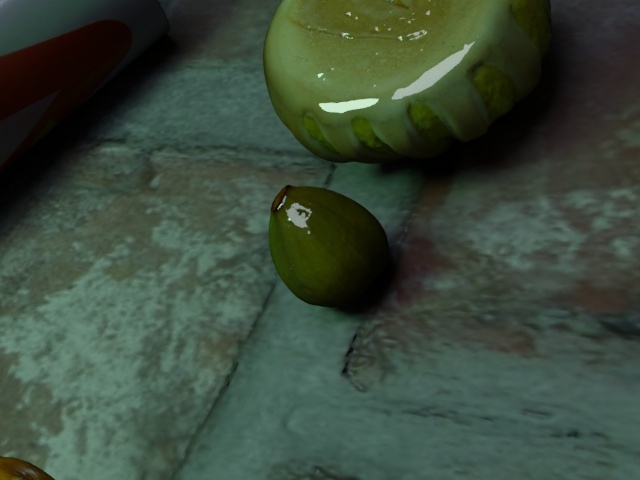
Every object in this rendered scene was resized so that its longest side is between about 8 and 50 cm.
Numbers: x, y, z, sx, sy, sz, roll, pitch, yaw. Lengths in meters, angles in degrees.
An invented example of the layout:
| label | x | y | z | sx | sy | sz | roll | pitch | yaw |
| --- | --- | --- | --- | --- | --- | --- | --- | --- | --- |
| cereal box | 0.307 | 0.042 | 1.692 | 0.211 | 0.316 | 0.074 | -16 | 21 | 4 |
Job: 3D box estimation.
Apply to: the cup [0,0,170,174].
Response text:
| label | x | y | z | sx | sy | sz | roll | pitch | yaw |
| --- | --- | --- | --- | --- | --- | --- | --- | --- | --- |
| cup | -0.289 | -0.159 | 0.994 | 0.288 | 0.203 | 0.203 | -38 | 43 | -9 |

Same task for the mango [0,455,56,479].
| label | x | y | z | sx | sy | sz | roll | pitch | yaw |
| --- | --- | --- | --- | --- | --- | --- | --- | --- | --- |
| mango | -0.252 | 0.221 | 0.678 | 0.252 | 0.126 | 0.153 | -29 | 54 | 19 |

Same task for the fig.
| label | x | y | z | sx | sy | sz | roll | pitch | yaw |
| --- | --- | --- | --- | --- | --- | --- | --- | --- | --- |
| fig | 0.000 | 0.000 | 0.724 | 0.074 | 0.088 | 0.074 | -36 | 21 | 16 |

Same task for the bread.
| label | x | y | z | sx | sy | sz | roll | pitch | yaw |
| --- | --- | --- | --- | --- | --- | --- | --- | --- | --- |
| bread | 0.061 | -0.133 | 0.784 | 0.213 | 0.104 | 0.213 | -16 | 50 | 20 |
